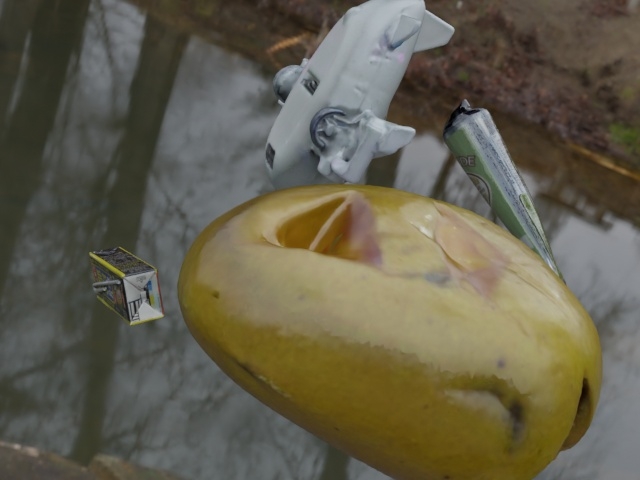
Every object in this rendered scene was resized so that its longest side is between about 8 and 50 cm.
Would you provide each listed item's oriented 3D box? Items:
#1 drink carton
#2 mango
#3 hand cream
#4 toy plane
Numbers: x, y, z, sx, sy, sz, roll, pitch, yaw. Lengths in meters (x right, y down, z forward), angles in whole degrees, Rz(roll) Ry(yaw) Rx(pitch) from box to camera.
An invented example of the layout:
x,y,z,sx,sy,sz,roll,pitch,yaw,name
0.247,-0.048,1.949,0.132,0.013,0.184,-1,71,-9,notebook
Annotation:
x,y,z,sx,sy,sz,roll,pitch,yaw,name
-0.268,0.060,1.421,0.056,0.071,0.166,-11,14,-26,drink carton
0.056,0.073,0.806,0.365,0.182,0.253,13,35,-29,mango
0.197,-0.038,1.078,0.235,0.055,0.086,60,16,3,hand cream
0.032,-0.159,1.163,0.123,0.267,0.267,29,17,-29,toy plane
